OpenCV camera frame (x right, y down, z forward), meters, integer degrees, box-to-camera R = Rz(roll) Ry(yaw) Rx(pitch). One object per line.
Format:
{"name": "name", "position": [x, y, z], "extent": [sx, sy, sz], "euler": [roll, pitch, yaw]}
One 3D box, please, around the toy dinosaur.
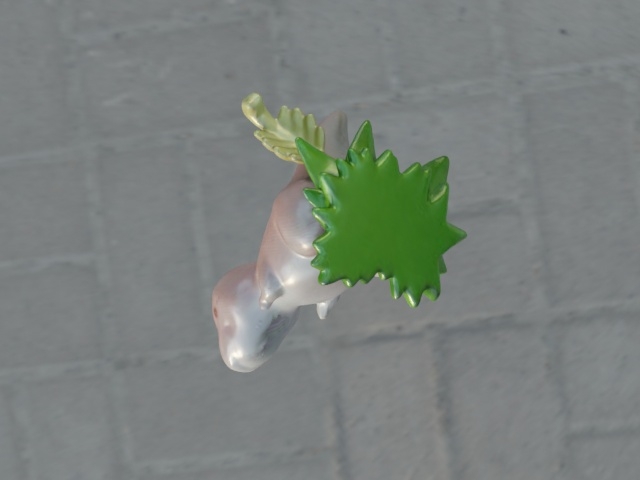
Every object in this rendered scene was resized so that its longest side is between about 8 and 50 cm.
{"name": "toy dinosaur", "position": [0.006, -0.001, 1.362], "extent": [0.177, 0.152, 0.194], "euler": [-1, 86, 53]}
